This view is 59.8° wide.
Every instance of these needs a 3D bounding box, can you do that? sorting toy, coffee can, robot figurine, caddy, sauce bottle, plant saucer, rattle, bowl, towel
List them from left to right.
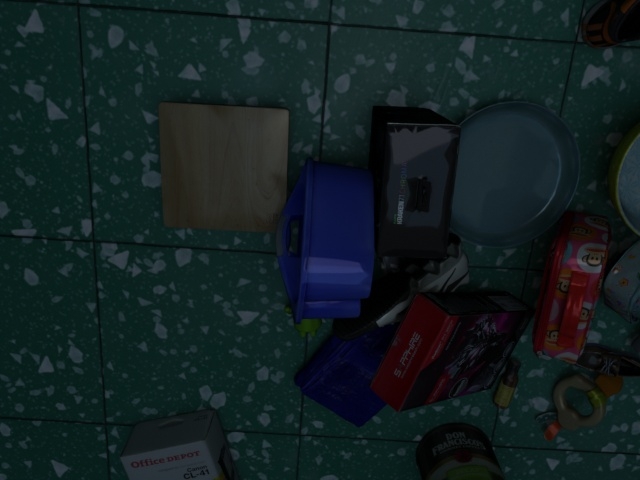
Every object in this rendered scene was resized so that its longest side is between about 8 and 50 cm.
[{"bbox_3d":[-0.195,-0.157,1.166,0.256,0.089,0.256,3,110,-1],"label":"sorting toy"},{"bbox_3d":[-0.032,0.166,1.291,0.101,0.067,0.115,-4,109,10],"label":"robot figurine"},{"bbox_3d":[0.000,0.000,1.104,0.179,0.341,0.241,5,152,-5],"label":"caddy"},{"bbox_3d":[0.108,0.301,1.318,0.228,0.076,0.308,36,112,-11],"label":"towel"},{"bbox_3d":[0.352,0.608,1.337,0.202,0.275,0.201,0,109,-1],"label":"coffee can"},{"bbox_3d":[0.391,-0.138,1.191,0.318,0.043,0.317,-1,109,-4],"label":"plant saucer"},{"bbox_3d":[0.463,0.353,1.373,0.042,0.042,0.128,13,107,-5],"label":"sauce bottle"},{"bbox_3d":[0.646,0.408,1.399,0.130,0.143,0.199,30,127,23],"label":"rattle"},{"bbox_3d":[0.712,-0.145,1.137,0.290,0.156,0.289,0,109,0],"label":"bowl"}]

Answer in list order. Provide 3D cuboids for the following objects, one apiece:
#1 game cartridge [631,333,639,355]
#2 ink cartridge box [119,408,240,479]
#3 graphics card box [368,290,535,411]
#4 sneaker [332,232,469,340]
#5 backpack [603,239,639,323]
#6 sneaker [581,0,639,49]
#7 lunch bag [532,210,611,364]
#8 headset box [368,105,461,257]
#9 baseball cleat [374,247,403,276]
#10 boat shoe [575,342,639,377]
[{"bbox_3d":[0.901,0.246,1.310,0.295,0.060,0.196,19,116,-9],"label":"game cartridge"},{"bbox_3d":[-0.340,0.607,1.413,0.226,0.131,0.306,-13,110,5],"label":"ink cartridge box"},{"bbox_3d":[0.293,0.226,1.193,0.371,0.094,0.232,5,114,-46],"label":"graphics card box"},{"bbox_3d":[0.185,0.135,1.183,0.331,0.122,0.146,-33,120,-3],"label":"sneaker"},{"bbox_3d":[0.693,0.088,1.186,0.166,0.144,0.188,-46,135,2],"label":"backpack"},{"bbox_3d":[0.662,-0.454,1.015,0.321,0.180,0.124,-36,106,12],"label":"sneaker"},{"bbox_3d":[0.522,0.105,1.157,0.120,0.258,0.292,12,118,22],"label":"lunch bag"},{"bbox_3d":[0.167,-0.121,1.077,0.131,0.283,0.246,2,109,-1],"label":"headset box"},{"bbox_3d":[0.186,0.063,1.262,0.110,0.072,0.205,-19,118,0],"label":"baseball cleat"},{"bbox_3d":[0.691,0.291,1.335,0.183,0.066,0.066,6,102,-4],"label":"boat shoe"}]
